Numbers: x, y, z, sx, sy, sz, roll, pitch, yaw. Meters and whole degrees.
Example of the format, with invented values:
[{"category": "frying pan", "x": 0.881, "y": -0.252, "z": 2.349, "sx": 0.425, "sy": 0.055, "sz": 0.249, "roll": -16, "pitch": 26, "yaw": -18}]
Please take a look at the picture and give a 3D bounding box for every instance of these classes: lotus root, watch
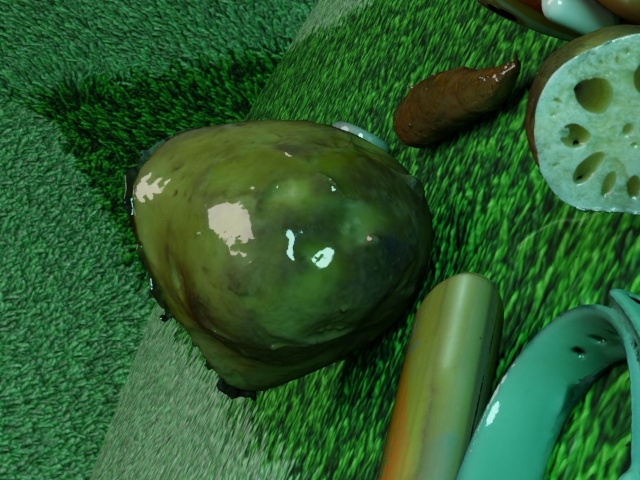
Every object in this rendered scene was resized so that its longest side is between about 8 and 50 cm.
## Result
[{"category": "lotus root", "x": 0.191, "y": -0.081, "z": 0.756, "sx": 0.081, "sy": 0.122, "sz": 0.112, "roll": -73, "pitch": -10, "yaw": -63}, {"category": "watch", "x": 0.141, "y": 0.131, "z": 0.650, "sx": 0.195, "sy": 0.068, "sz": 0.237, "roll": -58, "pitch": 9, "yaw": 10}]

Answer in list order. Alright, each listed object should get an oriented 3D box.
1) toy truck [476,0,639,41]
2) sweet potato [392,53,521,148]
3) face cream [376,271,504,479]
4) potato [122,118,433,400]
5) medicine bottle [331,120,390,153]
[{"category": "toy truck", "x": 0.202, "y": -0.218, "z": 0.861, "sx": 0.265, "sy": 0.189, "sz": 0.239, "roll": -48, "pitch": 28, "yaw": 51}, {"category": "sweet potato", "x": 0.128, "y": -0.145, "z": 1.266, "sx": 0.066, "sy": 0.072, "sz": 0.314, "roll": -51, "pitch": 6, "yaw": -16}, {"category": "face cream", "x": 0.070, "y": 0.168, "z": 0.821, "sx": 0.139, "sy": 0.067, "sz": 0.285, "roll": 100, "pitch": -174, "yaw": -51}, {"category": "potato", "x": 0.000, "y": 0.000, "z": 1.142, "sx": 0.237, "sy": 0.301, "sz": 0.288, "roll": -14, "pitch": 29, "yaw": 39}, {"category": "medicine bottle", "x": 0.026, "y": -0.076, "z": 1.518, "sx": 0.130, "sy": 0.080, "sz": 0.080, "roll": -64, "pitch": 12, "yaw": -2}]
